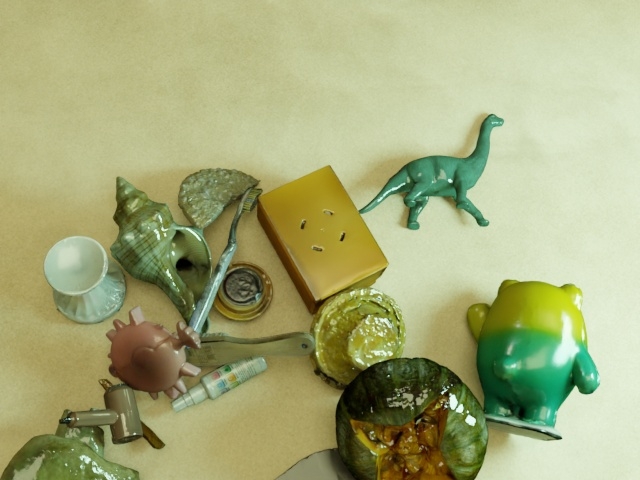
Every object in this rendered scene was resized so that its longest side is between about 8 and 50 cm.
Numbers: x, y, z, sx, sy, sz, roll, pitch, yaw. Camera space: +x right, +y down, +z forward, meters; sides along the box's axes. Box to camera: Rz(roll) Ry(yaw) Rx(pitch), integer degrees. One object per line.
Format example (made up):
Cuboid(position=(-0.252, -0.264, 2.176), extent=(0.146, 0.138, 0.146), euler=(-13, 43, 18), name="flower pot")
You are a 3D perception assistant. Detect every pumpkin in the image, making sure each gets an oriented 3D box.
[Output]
Cuboid(position=(0.184, 0.386, 1.583), extent=(0.321, 0.192, 0.320), euler=(3, 107, 9), name="pumpkin")

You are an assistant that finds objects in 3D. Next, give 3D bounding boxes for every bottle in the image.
Cuboid(position=(-0.220, 0.305, 1.681), extent=(0.217, 0.060, 0.060), euler=(-28, 75, -17), name="bottle")

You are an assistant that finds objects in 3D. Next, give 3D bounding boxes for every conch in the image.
Cuboid(position=(-0.345, 0.027, 1.731), extent=(0.203, 0.169, 0.386), euler=(-32, 113, -10), name="conch")

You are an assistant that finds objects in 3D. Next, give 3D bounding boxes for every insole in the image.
Cuboid(position=(-0.043, 0.528, 1.648), extent=(0.328, 0.007, 0.111), euler=(-24, 73, -15), name="insole")

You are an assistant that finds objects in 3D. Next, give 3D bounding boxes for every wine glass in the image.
Cuboid(position=(-0.508, 0.080, 1.662), extent=(0.165, 0.196, 0.164), euler=(1, 70, -4), name="wine glass")

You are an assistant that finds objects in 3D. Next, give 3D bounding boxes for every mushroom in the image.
Cuboid(position=(-0.494, 0.496, 1.514), extent=(0.218, 0.212, 0.292), euler=(27, 62, 12), name="mushroom")

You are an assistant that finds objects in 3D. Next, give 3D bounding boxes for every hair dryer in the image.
Cuboid(position=(-0.442, 0.349, 1.558), extent=(0.064, 0.182, 0.117), euler=(-31, 65, 28), name="hair dryer")

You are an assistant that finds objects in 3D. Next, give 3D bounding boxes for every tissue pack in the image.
Cuboid(position=(0.000, 0.000, 1.778), extent=(0.194, 0.145, 0.274), euler=(-26, 75, -13), name="tissue pack")

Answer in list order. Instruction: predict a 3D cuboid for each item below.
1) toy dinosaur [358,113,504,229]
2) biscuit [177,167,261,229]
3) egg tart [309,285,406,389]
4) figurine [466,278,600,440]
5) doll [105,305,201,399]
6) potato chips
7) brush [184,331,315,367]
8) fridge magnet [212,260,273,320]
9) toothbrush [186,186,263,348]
Cuboid(position=(0.278, -0.194, 1.919), extent=(0.384, 0.129, 0.330), euler=(3, 59, -4), name="toy dinosaur")
Cuboid(position=(-0.252, -0.114, 1.796), extent=(0.133, 0.032, 0.250), euler=(32, 39, 11), name="biscuit")
Cuboid(position=(0.090, 0.219, 1.687), extent=(0.241, 0.106, 0.240), euler=(-3, 98, -26), name="egg tart")
Cuboid(position=(0.448, 0.245, 1.688), extent=(0.324, 0.231, 0.340), euler=(0, 68, 39), name="figurine")
Cuboid(position=(-0.351, 0.239, 1.621), extent=(0.211, 0.262, 0.093), euler=(53, 31, -5), name="doll")
Cuboid(position=(-0.401, 0.369, 1.653), extent=(0.026, 0.037, 0.204), euler=(-37, 72, -28), name="potato chips")
Cuboid(position=(-0.171, 0.222, 1.674), extent=(0.328, 0.070, 0.065), euler=(-5, 26, 11), name="brush")
Cuboid(position=(-0.178, 0.112, 1.757), extent=(0.143, 0.063, 0.143), euler=(3, 66, -6), name="fridge magnet")
Cuboid(position=(-0.216, 0.051, 1.720), extent=(0.042, 0.035, 0.413), euler=(8, 62, 25), name="toothbrush")
